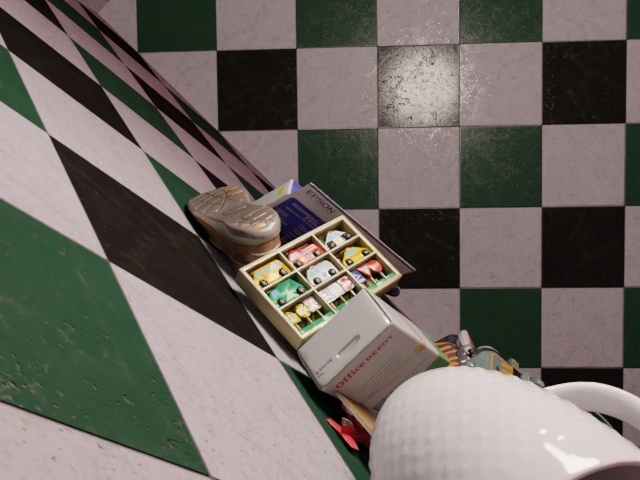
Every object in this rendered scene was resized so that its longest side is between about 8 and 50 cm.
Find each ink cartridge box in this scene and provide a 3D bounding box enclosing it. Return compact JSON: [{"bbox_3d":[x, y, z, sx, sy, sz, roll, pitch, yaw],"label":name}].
[{"bbox_3d":[0.000,0.000,1.643,0.303,0.307,0.072,39,49,-24],"label":"ink cartridge box"},{"bbox_3d":[0.089,0.190,1.251,0.212,0.154,0.093,36,12,-49],"label":"ink cartridge box"}]

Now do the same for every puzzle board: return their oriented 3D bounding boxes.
[{"bbox_3d":[0.080,0.282,1.161,0.128,0.011,0.096,44,3,43],"label":"puzzle board"}]

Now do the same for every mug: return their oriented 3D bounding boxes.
[{"bbox_3d":[0.249,0.280,0.927,0.328,0.374,0.276,35,-38,62],"label":"mug"}]

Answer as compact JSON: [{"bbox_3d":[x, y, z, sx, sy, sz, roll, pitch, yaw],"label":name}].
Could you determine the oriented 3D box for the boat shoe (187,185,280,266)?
[{"bbox_3d":[-0.169,-0.020,1.503,0.324,0.123,0.117,37,-38,59],"label":"boat shoe"}]

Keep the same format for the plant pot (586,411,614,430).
[{"bbox_3d":[0.609,0.581,1.998,0.290,0.290,0.195,45,-29,5],"label":"plant pot"}]

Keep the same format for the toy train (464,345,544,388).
[{"bbox_3d":[0.370,0.345,1.616,0.190,0.142,0.334,42,26,-4],"label":"toy train"}]

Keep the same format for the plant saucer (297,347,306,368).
[{"bbox_3d":[-0.002,0.215,1.318,0.119,0.021,0.119,45,6,-6],"label":"plant saucer"}]

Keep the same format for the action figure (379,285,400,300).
[{"bbox_3d":[-0.012,0.125,1.549,0.341,0.179,0.330,15,0,-1],"label":"action figure"}]

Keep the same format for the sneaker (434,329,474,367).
[{"bbox_3d":[0.302,0.354,1.871,0.321,0.180,0.125,-84,151,-65],"label":"sneaker"}]

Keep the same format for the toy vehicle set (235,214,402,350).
[{"bbox_3d":[0.001,0.067,1.369,0.266,0.035,0.166,-29,66,-40],"label":"toy vehicle set"}]

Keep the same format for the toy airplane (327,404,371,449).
[{"bbox_3d":[0.064,0.295,1.162,0.151,0.028,0.151,39,2,-1],"label":"toy airplane"}]
